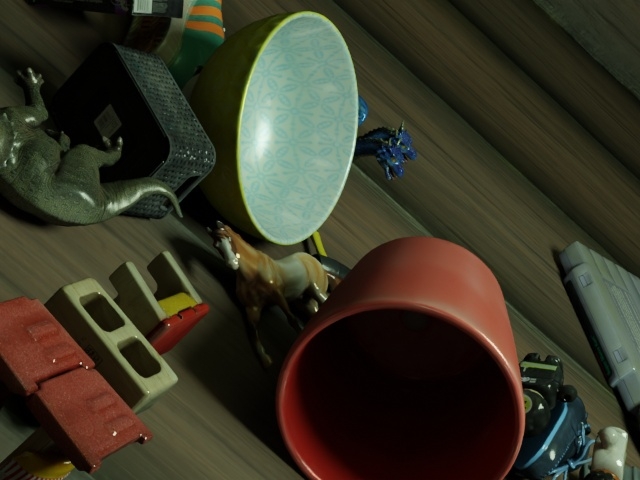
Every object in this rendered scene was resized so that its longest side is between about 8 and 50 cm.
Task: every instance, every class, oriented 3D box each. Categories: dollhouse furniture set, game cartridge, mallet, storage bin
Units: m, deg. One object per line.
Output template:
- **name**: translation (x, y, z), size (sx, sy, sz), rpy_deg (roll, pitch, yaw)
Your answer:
- **dollhouse furniture set**: translation (-0.223, 0.150, 1.367), size (0.152, 0.201, 0.374), rpy_deg (49, 18, 7)
- **game cartridge**: translation (0.526, 0.173, 2.672), size (0.230, 0.068, 0.355), rpy_deg (23, 33, -34)
- **mallet**: translation (0.000, 0.000, 2.128), size (0.062, 0.039, 0.189), rpy_deg (31, 25, -28)
- **storage bin**: translation (-0.218, -0.126, 1.861), size (0.084, 0.122, 0.180), rpy_deg (7, 46, -54)

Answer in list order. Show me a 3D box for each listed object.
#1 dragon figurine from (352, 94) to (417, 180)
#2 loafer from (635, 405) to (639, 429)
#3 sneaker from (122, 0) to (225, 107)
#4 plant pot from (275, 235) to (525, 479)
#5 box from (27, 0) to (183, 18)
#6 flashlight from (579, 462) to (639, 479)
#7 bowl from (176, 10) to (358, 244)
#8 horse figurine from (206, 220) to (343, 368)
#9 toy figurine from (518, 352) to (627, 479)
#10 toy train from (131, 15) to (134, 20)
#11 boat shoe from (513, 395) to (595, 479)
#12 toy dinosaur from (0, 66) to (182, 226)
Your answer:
- **dragon figurine**: translation (0.011, -0.182, 2.283), size (0.289, 0.144, 0.085), rpy_deg (51, 25, 10)
- **loafer**: translation (0.558, 0.364, 2.436), size (0.096, 0.084, 0.267), rpy_deg (-18, 59, -29)
- **sneaker**: translation (-0.179, -0.283, 2.165), size (0.121, 0.108, 0.302), rpy_deg (53, 37, -31)
- **plant pot**: translation (0.100, 0.132, 1.796), size (0.275, 0.275, 0.243), rpy_deg (42, 26, -11)
- **box**: translation (-0.271, -0.303, 2.038), size (0.162, 0.029, 0.116), rpy_deg (8, 9, 26)
- **flashlight**: translation (0.393, 0.397, 2.078), size (0.304, 0.103, 0.103), rpy_deg (-69, 140, -64)
- **bowl**: translation (-0.088, -0.148, 2.022), size (0.156, 0.289, 0.289), rpy_deg (10, 7, 30)
- **horse figurine**: translation (-0.031, 0.068, 1.939), size (0.263, 0.066, 0.174), rpy_deg (3, 55, -54)
- **toy figurine**: translation (0.248, 0.265, 1.908), size (0.209, 0.213, 0.148), rpy_deg (48, 27, -5)
- **toy train**: translation (-0.259, -0.343, 2.237), size (0.036, 0.027, 0.158), rpy_deg (15, 39, -44)
- **boat shoe**: translation (0.331, 0.268, 2.165), size (0.089, 0.109, 0.258), rpy_deg (51, 27, 1)
- **toy dinosaur**: translation (-0.295, -0.077, 1.715), size (0.313, 0.121, 0.160), rpy_deg (39, 37, -26)
